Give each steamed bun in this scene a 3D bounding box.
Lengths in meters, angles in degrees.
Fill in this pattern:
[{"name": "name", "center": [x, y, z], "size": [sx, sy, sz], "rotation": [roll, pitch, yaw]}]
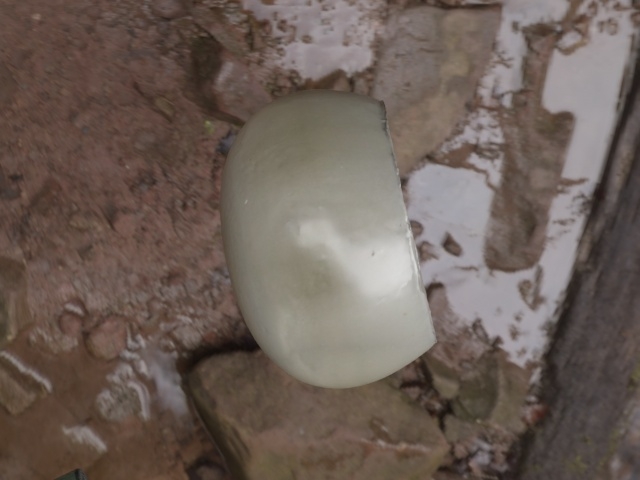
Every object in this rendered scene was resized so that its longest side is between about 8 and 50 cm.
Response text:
[{"name": "steamed bun", "center": [0.000, 0.000, 1.174], "size": [0.206, 0.324, 0.324], "rotation": [-14, 108, 5]}]

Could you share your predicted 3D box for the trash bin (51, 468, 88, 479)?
[{"name": "trash bin", "center": [-0.404, 0.452, 1.297], "size": [0.343, 0.158, 0.223], "rotation": [-21, 130, -8]}]
